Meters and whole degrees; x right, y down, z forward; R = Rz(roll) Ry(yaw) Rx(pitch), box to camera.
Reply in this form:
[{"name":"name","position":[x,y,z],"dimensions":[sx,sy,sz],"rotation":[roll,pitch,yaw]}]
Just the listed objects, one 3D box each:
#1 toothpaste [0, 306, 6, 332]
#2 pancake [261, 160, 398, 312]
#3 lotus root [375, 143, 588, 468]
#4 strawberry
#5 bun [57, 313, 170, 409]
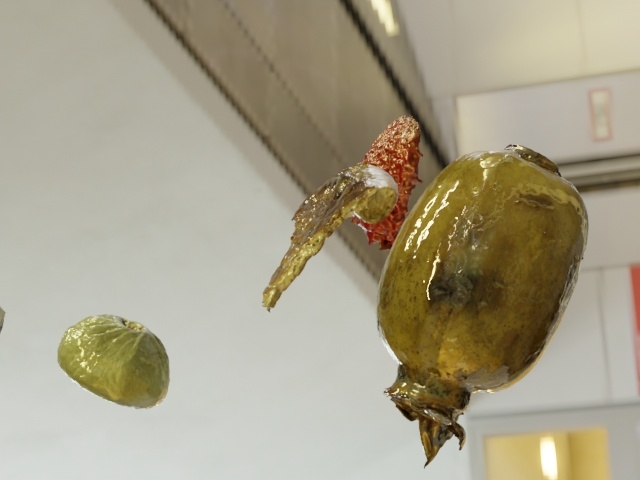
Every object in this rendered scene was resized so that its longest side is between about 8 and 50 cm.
[{"name":"toothpaste","position":[-0.476,0.071,2.171],"dimensions":[0.218,0.033,0.052],"rotation":[68,-153,-56]},{"name":"pancake","position":[0.000,0.000,1.952],"dimensions":[0.057,0.266,0.244],"rotation":[39,-111,-11]},{"name":"lotus root","position":[0.121,0.051,1.310],"dimensions":[0.278,0.154,0.154],"rotation":[-65,-23,-7]},{"name":"strawberry","position":[0.084,-0.094,2.277],"dimensions":[0.167,0.087,0.208],"rotation":[-110,21,-56]},{"name":"bun","position":[-0.315,0.181,2.490],"dimensions":[0.118,0.195,0.195],"rotation":[-65,-18,3]}]
